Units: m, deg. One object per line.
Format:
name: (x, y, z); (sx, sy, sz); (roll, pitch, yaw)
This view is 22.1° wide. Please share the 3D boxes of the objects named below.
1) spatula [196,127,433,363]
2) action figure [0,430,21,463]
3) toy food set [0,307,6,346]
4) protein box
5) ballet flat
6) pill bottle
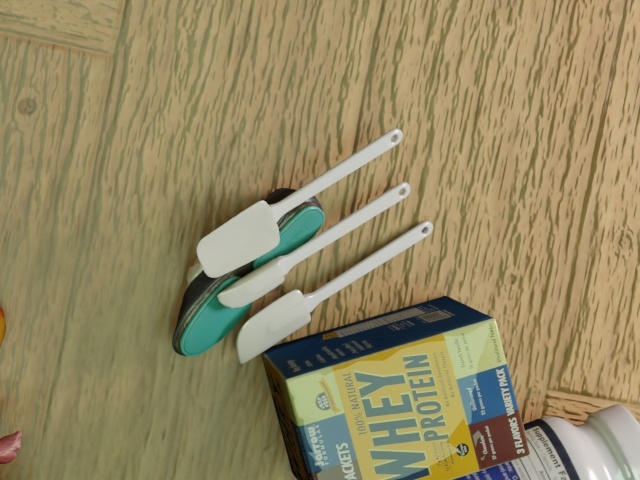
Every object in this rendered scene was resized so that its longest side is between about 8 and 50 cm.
spatula: (0.000, 0.000, 1.591); (0.242, 0.019, 0.168); (-32, 128, -16)
action figure: (-0.377, 0.326, 1.490); (0.248, 0.276, 0.370); (21, 104, -5)
toy food set: (-0.417, 0.104, 1.549); (0.232, 0.104, 0.111); (-28, 103, 4)
protein box: (0.065, 0.153, 1.574); (0.201, 0.200, 0.136); (-16, 97, -8)
ballet flat: (-0.082, 0.025, 1.610); (0.074, 0.074, 0.203); (44, 86, -10)
pill bottle: (0.200, 0.265, 1.630); (0.265, 0.153, 0.153); (-19, 97, -8)
